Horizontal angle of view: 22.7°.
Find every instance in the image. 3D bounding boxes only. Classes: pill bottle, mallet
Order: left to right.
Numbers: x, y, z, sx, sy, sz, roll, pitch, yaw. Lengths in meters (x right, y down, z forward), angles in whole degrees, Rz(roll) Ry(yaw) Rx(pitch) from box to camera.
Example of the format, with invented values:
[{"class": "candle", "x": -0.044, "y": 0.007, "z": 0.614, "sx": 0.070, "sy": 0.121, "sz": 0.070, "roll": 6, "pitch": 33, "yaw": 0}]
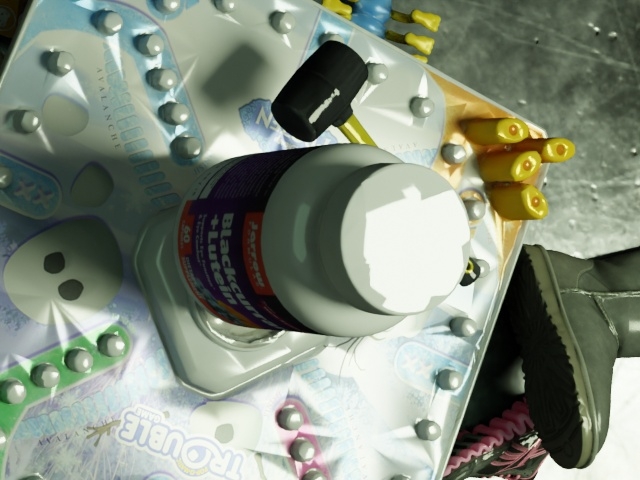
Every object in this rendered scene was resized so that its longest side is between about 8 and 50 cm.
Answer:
[{"class": "pill bottle", "x": 0.000, "y": 0.000, "z": 0.900, "sx": 0.108, "sy": 0.193, "sz": 0.108, "roll": 0, "pitch": 89, "yaw": -28}, {"class": "mallet", "x": 0.038, "y": -0.035, "z": 1.013, "sx": 0.062, "sy": 0.039, "sz": 0.190, "roll": -43, "pitch": 112, "yaw": -23}]

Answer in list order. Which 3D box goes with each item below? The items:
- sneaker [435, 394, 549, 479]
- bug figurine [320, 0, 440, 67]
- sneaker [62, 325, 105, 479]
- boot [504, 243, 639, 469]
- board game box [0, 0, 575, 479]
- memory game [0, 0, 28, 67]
[{"class": "sneaker", "x": 0.132, "y": 0.155, "z": 1.137, "sx": 0.119, "sy": 0.047, "sz": 0.057, "roll": -26, "pitch": 104, "yaw": -15}, {"class": "bug figurine", "x": -0.038, "y": -0.223, "z": 1.100, "sx": 0.279, "sy": 0.072, "sz": 0.216, "roll": 24, "pitch": 86, "yaw": -18}, {"class": "sneaker", "x": -0.229, "y": 0.071, "z": 1.010, "sx": 0.268, "sy": 0.101, "sz": 0.153, "roll": 23, "pitch": 79, "yaw": -19}, {"class": "boot", "x": 0.247, "y": 0.074, "z": 1.141, "sx": 0.208, "sy": 0.076, "sz": 0.190, "roll": 4, "pitch": 59, "yaw": -20}, {"class": "board game box", "x": -0.046, "y": 0.029, "z": 1.015, "sx": 0.390, "sy": 0.050, "sz": 0.390, "roll": 26, "pitch": 78, "yaw": -26}, {"class": "memory game", "x": -0.195, "y": -0.175, "z": 1.031, "sx": 0.186, "sy": 0.012, "sz": 0.186, "roll": 1, "pitch": 115, "yaw": 2}]
